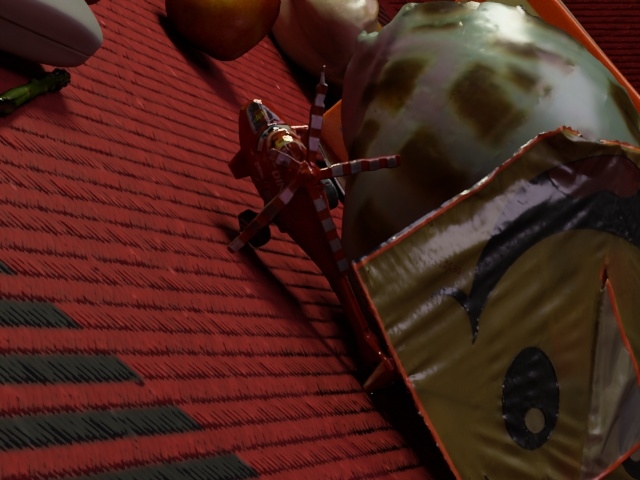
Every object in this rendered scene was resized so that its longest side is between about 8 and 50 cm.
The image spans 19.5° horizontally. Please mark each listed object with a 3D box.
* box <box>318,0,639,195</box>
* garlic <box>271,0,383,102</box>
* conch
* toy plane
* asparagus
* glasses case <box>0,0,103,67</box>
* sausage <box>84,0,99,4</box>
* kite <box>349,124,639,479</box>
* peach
[{"bbox_3d":[0.202,-0.050,1.750,0.318,0.257,0.349,52,9,7],"label":"box"},{"bbox_3d":[0.017,-0.211,1.970,0.217,0.110,0.228,55,5,-40],"label":"garlic"},{"bbox_3d":[0.147,0.017,1.289,0.368,0.249,0.197,36,32,-21],"label":"conch"},{"bbox_3d":[0.006,-0.005,1.201,0.194,0.126,0.077,46,-17,-14],"label":"toy plane"},{"bbox_3d":[-0.156,-0.081,1.009,0.016,0.013,0.166,8,11,2],"label":"asparagus"},{"bbox_3d":[-0.180,-0.140,1.007,0.076,0.049,0.197,50,11,17],"label":"glasses case"},{"bbox_3d":[-0.170,-0.182,1.254,0.034,0.034,0.083,53,12,19],"label":"sausage"},{"bbox_3d":[0.165,0.090,1.168,0.377,0.327,0.013,16,-14,-34],"label":"kite"},{"bbox_3d":[-0.084,-0.198,1.523,0.101,0.101,0.101,48,10,-12],"label":"peach"}]
